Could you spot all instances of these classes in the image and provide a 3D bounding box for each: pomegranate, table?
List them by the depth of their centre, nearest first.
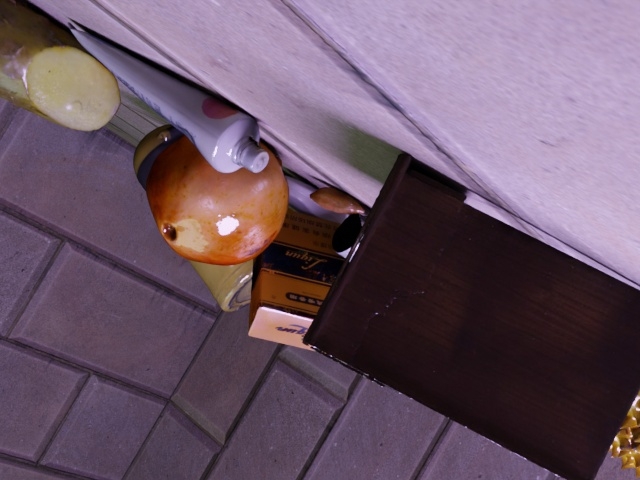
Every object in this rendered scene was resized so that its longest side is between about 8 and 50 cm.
[{"bbox_3d":[0.157,0.082,0.928,0.282,0.196,0.250,28,175,6],"label":"table"},{"bbox_3d":[-0.149,-0.063,1.325,0.209,0.209,0.209,30,177,2],"label":"pomegranate"}]

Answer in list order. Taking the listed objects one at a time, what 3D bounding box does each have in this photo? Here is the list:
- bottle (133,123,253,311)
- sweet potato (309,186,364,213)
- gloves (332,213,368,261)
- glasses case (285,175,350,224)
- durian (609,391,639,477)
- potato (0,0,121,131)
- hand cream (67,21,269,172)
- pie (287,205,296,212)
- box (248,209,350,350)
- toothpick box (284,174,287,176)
[{"bbox_3d":[-0.202,-0.058,1.672,0.351,0.171,0.171,52,-177,16],"label":"bottle"},{"bbox_3d":[0.023,-0.058,1.344,0.095,0.034,0.034,17,171,28],"label":"sweet potato"},{"bbox_3d":[0.118,0.040,1.386,0.212,0.111,0.127,39,171,-26],"label":"gloves"},{"bbox_3d":[-0.003,-0.051,1.514,0.074,0.049,0.193,27,174,43],"label":"glasses case"},{"bbox_3d":[0.493,0.257,1.320,0.260,0.154,0.187,21,149,21],"label":"durian"},{"bbox_3d":[-0.417,-0.260,1.336,0.298,0.141,0.176,24,-166,-35],"label":"potato"},{"bbox_3d":[-0.190,-0.183,1.198,0.340,0.078,0.124,38,-179,27],"label":"hand cream"},{"bbox_3d":[0.000,0.000,1.810,0.288,0.103,0.354,32,169,-14],"label":"pie"},{"bbox_3d":[-0.023,0.056,1.387,0.152,0.070,0.237,15,-145,-12],"label":"box"},{"bbox_3d":[-0.132,-0.097,1.536,0.153,0.101,0.101,30,177,-21],"label":"toothpick box"}]
